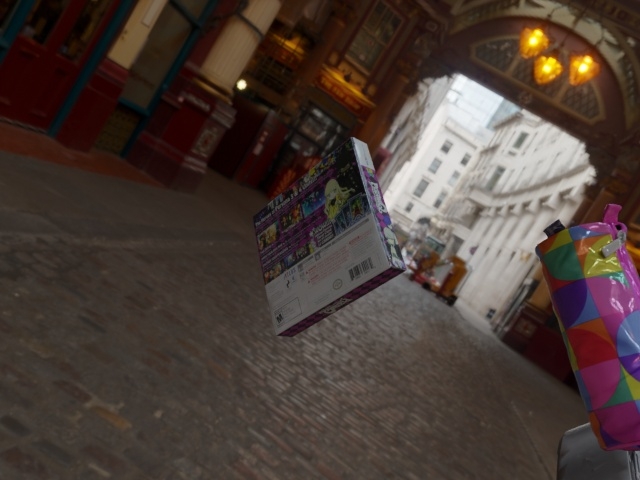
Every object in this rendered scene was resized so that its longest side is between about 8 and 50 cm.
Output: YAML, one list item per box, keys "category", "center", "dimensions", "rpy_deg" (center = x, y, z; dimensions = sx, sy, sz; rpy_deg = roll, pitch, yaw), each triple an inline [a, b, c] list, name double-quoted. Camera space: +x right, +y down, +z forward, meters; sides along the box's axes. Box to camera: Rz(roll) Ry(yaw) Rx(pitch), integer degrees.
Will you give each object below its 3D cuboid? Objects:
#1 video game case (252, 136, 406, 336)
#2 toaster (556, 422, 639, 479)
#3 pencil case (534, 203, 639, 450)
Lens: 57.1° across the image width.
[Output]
- category: "video game case"
  center: [0.000, 0.000, 0.853]
  dimensions: [0.041, 0.232, 0.210]
  rpy_deg: [15, 51, -43]
- category: "toaster"
  center: [0.386, 0.318, 0.733]
  dimensions: [0.129, 0.146, 0.227]
  rpy_deg: [36, 40, -2]
- category: "pencil case"
  center: [0.296, 0.089, 0.597]
  dimensions: [0.104, 0.104, 0.237]
  rpy_deg: [24, 50, -55]
